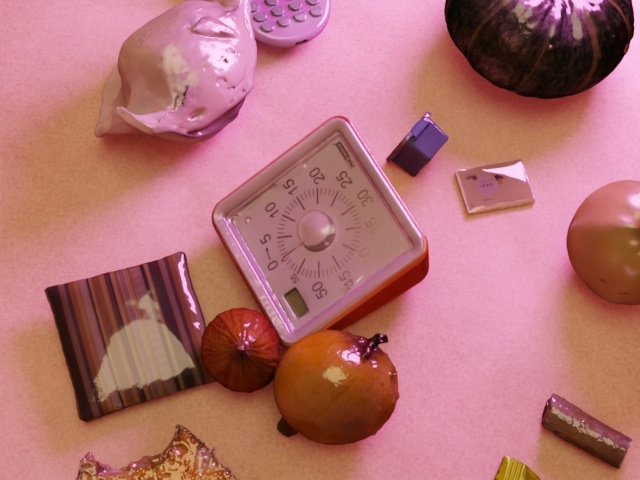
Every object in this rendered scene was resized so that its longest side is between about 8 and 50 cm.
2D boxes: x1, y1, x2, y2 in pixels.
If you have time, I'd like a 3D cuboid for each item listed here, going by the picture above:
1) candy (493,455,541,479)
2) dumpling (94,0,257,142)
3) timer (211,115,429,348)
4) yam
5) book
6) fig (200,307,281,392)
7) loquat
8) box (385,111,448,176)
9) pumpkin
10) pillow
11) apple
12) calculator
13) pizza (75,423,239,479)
[{"bbox_3d":[0.339,0.391,1.581,0.246,0.069,0.149,17,67,7],"label":"candy"},{"bbox_3d":[-0.227,-0.257,1.845,0.242,0.187,0.318,-4,46,40],"label":"dumpling"},{"bbox_3d":[0.000,0.000,1.712,0.250,0.161,0.257,-31,69,-2],"label":"timer"},{"bbox_3d":[0.370,0.267,1.651,0.132,0.054,0.054,30,66,11],"label":"yam"},{"bbox_3d":[0.271,-0.084,1.837,0.111,0.014,0.077,-10,65,-8],"label":"book"},{"bbox_3d":[-0.103,0.138,1.618,0.119,0.153,0.119,8,57,-13],"label":"fig"},{"bbox_3d":[0.015,0.205,1.612,0.172,0.204,0.149,21,39,-41],"label":"loquat"},{"bbox_3d":[0.151,-0.144,1.819,0.054,0.099,0.074,43,68,1],"label":"box"},{"bbox_3d":[0.344,-0.356,1.873,0.300,0.207,0.300,8,54,-11],"label":"pumpkin"},{"bbox_3d":[-0.265,0.134,1.686,0.212,0.052,0.208,-16,69,-10],"label":"pillow"},{"bbox_3d":[0.453,0.004,1.715,0.200,0.200,0.200,1,64,-2],"label":"apple"},{"bbox_3d":[-0.092,-0.444,1.954,0.185,0.041,0.299,-22,69,-15],"label":"calculator"},{"bbox_3d":[-0.215,0.370,1.555,0.323,0.089,0.223,-16,72,-12],"label":"pizza"}]
